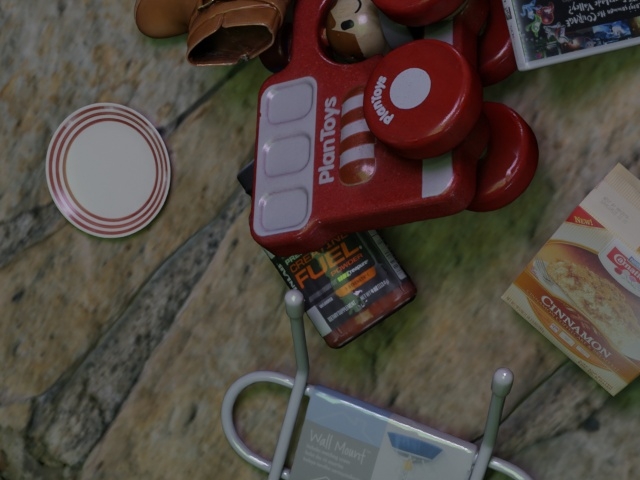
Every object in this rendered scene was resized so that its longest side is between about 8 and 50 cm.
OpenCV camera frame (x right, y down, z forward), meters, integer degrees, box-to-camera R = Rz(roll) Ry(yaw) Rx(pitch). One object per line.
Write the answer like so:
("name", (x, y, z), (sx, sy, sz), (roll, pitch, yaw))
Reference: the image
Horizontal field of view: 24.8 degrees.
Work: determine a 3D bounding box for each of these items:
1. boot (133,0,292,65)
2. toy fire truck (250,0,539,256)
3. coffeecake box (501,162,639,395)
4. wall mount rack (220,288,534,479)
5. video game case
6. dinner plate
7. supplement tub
("boot", (-0.111, -0.211, 1.386), (0.197, 0.152, 0.073), (-23, 127, 28))
("toy fire truck", (0.049, -0.147, 1.323), (0.254, 0.169, 0.302), (-10, 67, 27))
("coffeecake box", (0.265, 0.039, 1.303), (0.142, 0.068, 0.185), (42, 149, 8))
("wall mount rack", (0.054, 0.197, 1.393), (0.350, 0.130, 0.304), (19, 114, 13))
("video game case", (0.241, -0.253, 1.295), (0.190, 0.022, 0.173), (-15, 93, -20))
("dinner plate", (-0.220, -0.073, 1.519), (0.141, 0.017, 0.141), (3, 98, 17))
("supplement tub", (0.000, 0.000, 1.414), (0.106, 0.106, 0.198), (-36, 86, 18))
